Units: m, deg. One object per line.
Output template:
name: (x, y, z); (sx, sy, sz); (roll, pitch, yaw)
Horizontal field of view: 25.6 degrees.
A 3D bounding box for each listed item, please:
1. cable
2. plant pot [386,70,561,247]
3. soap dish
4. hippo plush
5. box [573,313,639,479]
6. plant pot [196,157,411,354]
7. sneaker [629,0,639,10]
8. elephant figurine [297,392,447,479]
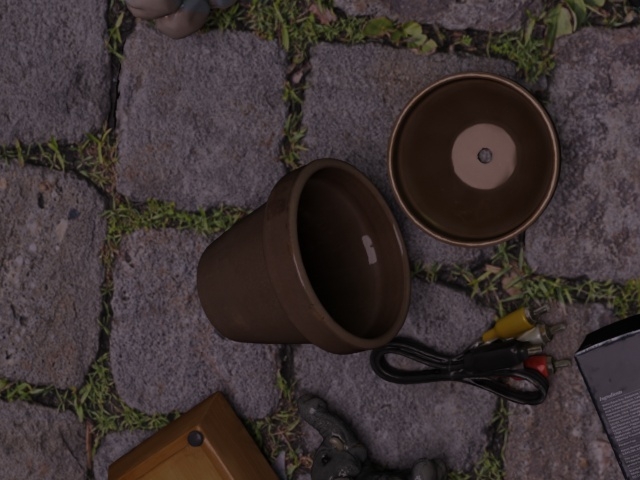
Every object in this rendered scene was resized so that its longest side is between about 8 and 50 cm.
cable: (0.218, 0.175, 2.010); (0.287, 0.072, 0.139); (-11, 111, 30)
plant pot: (0.216, -0.113, 1.932); (0.237, 0.110, 0.237); (2, 97, 16)
soap dish: (-0.167, 0.409, 2.110); (0.229, 0.118, 0.291); (-35, 87, 18)
hippo plush: (-0.250, -0.448, 1.968); (0.236, 0.234, 0.294); (26, 124, 24)
box: (0.433, 0.213, 1.882); (0.108, 0.153, 0.207); (-22, 90, 18)
plant pot: (-0.042, 0.043, 1.918); (0.229, 0.263, 0.263); (-18, 91, 34)
sneaker: (0.501, -0.401, 1.831); (0.106, 0.101, 0.267); (39, 104, -17)
elephant figurine: (0.055, 0.359, 2.035); (0.239, 0.186, 0.169); (12, 143, 26)
